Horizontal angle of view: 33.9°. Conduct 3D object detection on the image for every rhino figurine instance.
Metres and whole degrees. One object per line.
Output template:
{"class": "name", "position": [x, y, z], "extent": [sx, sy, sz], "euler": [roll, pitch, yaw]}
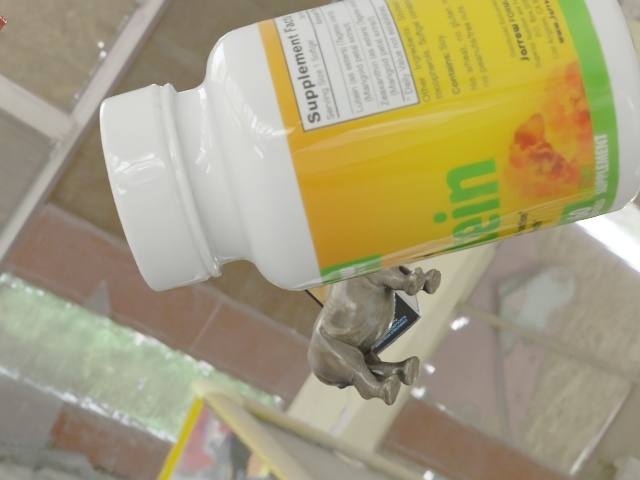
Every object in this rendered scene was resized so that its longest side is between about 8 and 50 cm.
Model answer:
{"class": "rhino figurine", "position": [0.056, 0.036, 1.016], "extent": [0.106, 0.243, 0.073], "euler": [7, -17, 27]}

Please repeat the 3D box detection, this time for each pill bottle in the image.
{"class": "pill bottle", "position": [0.023, -0.052, 0.529], "extent": [0.136, 0.246, 0.136], "euler": [166, -90, -90]}

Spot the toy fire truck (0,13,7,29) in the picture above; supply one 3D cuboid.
{"class": "toy fire truck", "position": [-0.383, -0.312, 1.214], "extent": [0.192, 0.135, 0.047], "euler": [34, -7, 4]}

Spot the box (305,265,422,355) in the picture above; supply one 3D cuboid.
{"class": "box", "position": [0.000, 0.000, 1.364], "extent": [0.290, 0.087, 0.169], "euler": [46, 13, -12]}
